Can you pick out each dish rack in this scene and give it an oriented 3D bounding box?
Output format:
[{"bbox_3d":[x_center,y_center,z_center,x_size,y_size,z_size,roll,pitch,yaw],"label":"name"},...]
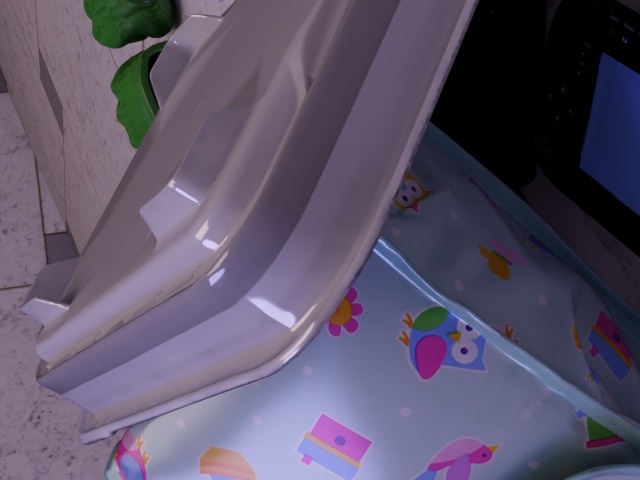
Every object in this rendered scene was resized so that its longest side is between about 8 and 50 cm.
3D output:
[{"bbox_3d":[-0.044,-0.054,0.562,0.072,0.286,0.333,33,153,-16],"label":"dish rack"}]

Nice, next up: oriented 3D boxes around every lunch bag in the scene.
[{"bbox_3d":[0.061,0.104,0.586,0.262,0.160,0.223,40,120,-4],"label":"lunch bag"}]

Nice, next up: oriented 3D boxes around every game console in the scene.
[{"bbox_3d":[0.124,-0.088,0.565,0.361,0.044,0.213,50,153,47],"label":"game console"}]

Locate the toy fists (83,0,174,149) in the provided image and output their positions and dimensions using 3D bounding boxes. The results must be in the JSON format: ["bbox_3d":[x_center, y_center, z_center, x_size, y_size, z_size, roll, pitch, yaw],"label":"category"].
[{"bbox_3d":[-0.199,-0.224,1.306,0.142,0.096,0.279,-22,86,62],"label":"toy fists"}]
